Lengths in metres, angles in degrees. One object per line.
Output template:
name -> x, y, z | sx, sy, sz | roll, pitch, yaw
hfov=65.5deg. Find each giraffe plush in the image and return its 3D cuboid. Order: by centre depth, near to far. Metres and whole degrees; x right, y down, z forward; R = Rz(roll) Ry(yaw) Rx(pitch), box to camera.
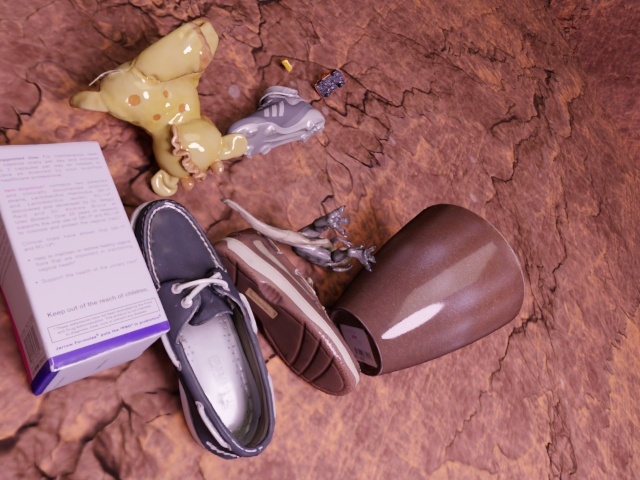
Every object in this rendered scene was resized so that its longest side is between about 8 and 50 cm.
giraffe plush -> -0.186, -0.162, 0.647 | 0.170, 0.182, 0.210 | 58, 31, -25

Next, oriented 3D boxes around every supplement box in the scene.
supplement box -> -0.257, 0.023, 0.504 | 0.114, 0.111, 0.219 | -16, 76, -42

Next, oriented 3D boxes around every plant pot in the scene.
plant pot -> 0.133, 0.090, 0.720 | 0.231, 0.215, 0.215 | -29, 84, -29

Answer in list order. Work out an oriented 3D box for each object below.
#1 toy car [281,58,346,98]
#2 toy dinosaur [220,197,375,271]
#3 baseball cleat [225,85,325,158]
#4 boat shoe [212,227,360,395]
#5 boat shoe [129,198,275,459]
toy car -> -0.013, -0.318, 0.927 | 0.122, 0.060, 0.040 | 31, 18, -28
toy dinosaur -> 0.000, 0.000, 0.665 | 0.268, 0.118, 0.063 | 29, 64, -51
baseball cleat -> -0.087, -0.194, 0.801 | 0.206, 0.072, 0.109 | -20, 64, -47
boat shoe -> -0.031, 0.083, 0.656 | 0.257, 0.095, 0.095 | 50, 40, -3
boat shoe -> -0.124, 0.087, 0.547 | 0.114, 0.091, 0.302 | -23, 90, -35
